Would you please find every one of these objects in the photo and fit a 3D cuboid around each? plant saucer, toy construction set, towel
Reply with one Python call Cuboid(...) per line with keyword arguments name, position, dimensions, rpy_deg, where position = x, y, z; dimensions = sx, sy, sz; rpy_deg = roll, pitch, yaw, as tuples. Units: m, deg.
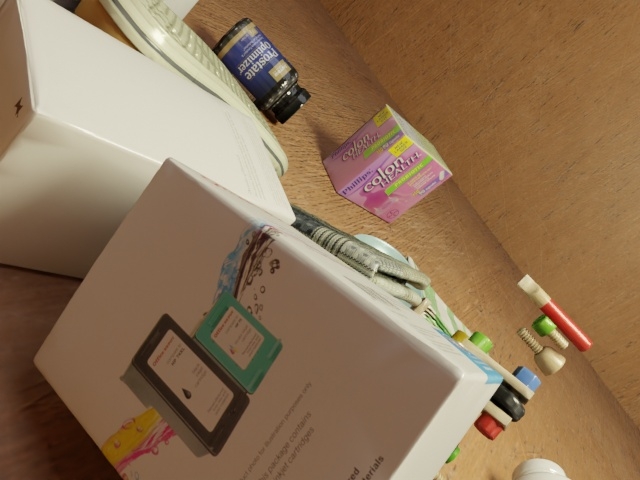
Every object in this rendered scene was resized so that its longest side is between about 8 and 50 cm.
Cuboid(name="plant saucer", position=(0.115, 0.074, 1.076), dimensions=(0.195, 0.037, 0.195), rpy_deg=(24, 40, -22))
Cuboid(name="toy construction set", position=(0.228, 0.167, 0.880), dimensions=(0.237, 0.309, 0.257), rpy_deg=(49, 14, 7))
Cuboid(name="towel", position=(0.000, 0.000, 0.818), dimensions=(0.312, 0.056, 0.324), rpy_deg=(29, 4, 25))
Cuboid(name="towel", position=(0.300, 0.197, 1.233), dimensions=(0.325, 0.038, 0.248), rpy_deg=(46, 17, -17))

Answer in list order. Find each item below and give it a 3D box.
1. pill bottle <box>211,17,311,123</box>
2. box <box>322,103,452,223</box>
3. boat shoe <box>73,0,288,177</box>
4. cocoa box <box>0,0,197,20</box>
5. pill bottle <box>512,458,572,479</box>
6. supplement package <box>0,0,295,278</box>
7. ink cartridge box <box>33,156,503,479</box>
Cuboid(name="pill bottle", position=(-0.128, -0.372, 1.214), dimensions=(0.219, 0.123, 0.123), rpy_deg=(45, 24, -14))
Cuboid(name="box", position=(0.171, -0.182, 1.369), dimensions=(0.243, 0.213, 0.117), rpy_deg=(26, 33, -46))
Cuboid(name="boat shoe", position=(-0.189, -0.187, 0.799), dimensions=(0.187, 0.156, 0.500), rpy_deg=(56, 9, 16))
Cuboid(name="cocoa box", position=(-0.333, -0.385, 0.710), dimensions=(0.228, 0.231, 0.347), rpy_deg=(48, 23, -6))
Cuboid(name="pill bottle", position=(0.358, 0.467, 0.839), dimensions=(0.146, 0.146, 0.264), rpy_deg=(48, 23, -9))
Cuboid(name="supplement package", position=(-0.203, -0.074, 0.561), dimensions=(0.293, 0.177, 0.175), rpy_deg=(22, 37, -51))
Cuboid(name="ink cartridge box", position=(-0.035, 0.103, 0.434), dimensions=(0.270, 0.197, 0.198), rpy_deg=(35, 2, 28))
